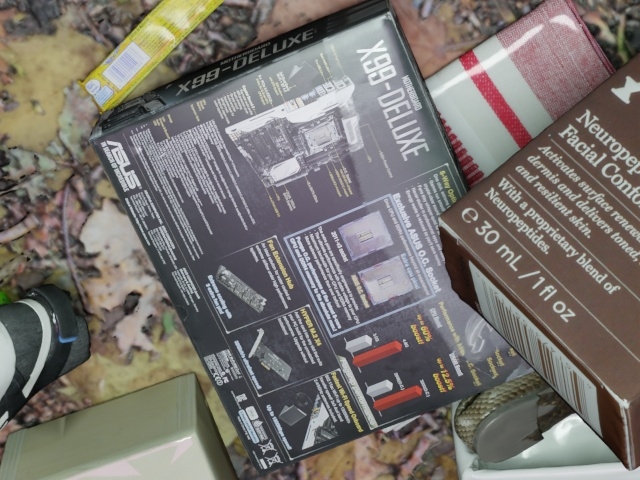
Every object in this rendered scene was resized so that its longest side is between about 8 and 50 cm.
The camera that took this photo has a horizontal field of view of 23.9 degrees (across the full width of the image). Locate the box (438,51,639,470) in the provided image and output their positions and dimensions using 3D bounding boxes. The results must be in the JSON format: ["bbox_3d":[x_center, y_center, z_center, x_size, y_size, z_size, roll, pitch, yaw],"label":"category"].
[{"bbox_3d":[0.289,-0.044,1.040,0.381,0.191,0.143,-39,151,-9],"label":"box"}]

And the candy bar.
[{"bbox_3d":[-0.123,-0.159,1.154,0.040,0.018,0.161,44,105,-12],"label":"candy bar"}]

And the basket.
[{"bbox_3d":[0.194,0.194,1.240,0.167,0.113,0.103,-4,118,2],"label":"basket"}]

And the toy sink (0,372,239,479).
[{"bbox_3d":[-0.185,0.230,1.241,0.234,0.131,0.153,-20,110,1],"label":"toy sink"}]

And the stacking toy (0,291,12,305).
[{"bbox_3d":[-0.375,0.025,1.205,0.167,0.052,0.221,-36,109,14],"label":"stacking toy"}]

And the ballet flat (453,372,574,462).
[{"bbox_3d":[0.215,0.105,1.212,0.249,0.058,0.084,-22,129,-18],"label":"ballet flat"}]

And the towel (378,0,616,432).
[{"bbox_3d":[0.116,-0.011,1.206,0.329,0.037,0.237,-33,107,11],"label":"towel"}]

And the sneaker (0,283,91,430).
[{"bbox_3d":[-0.250,0.116,1.226,0.079,0.121,0.217,54,137,13],"label":"sneaker"}]

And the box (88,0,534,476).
[{"bbox_3d":[0.000,0.000,1.156,0.242,0.076,0.307,-23,107,9],"label":"box"}]
